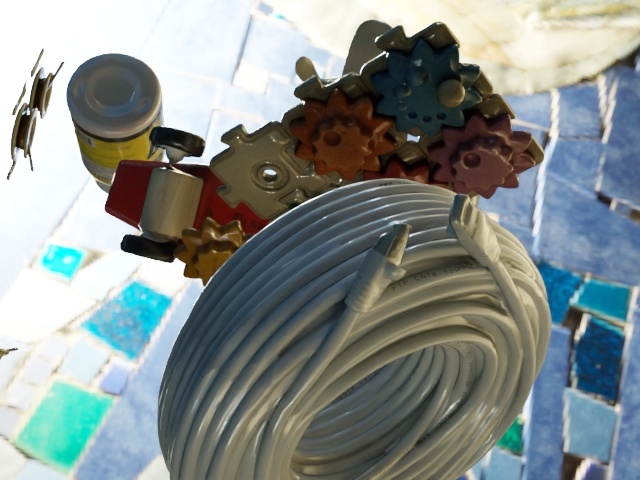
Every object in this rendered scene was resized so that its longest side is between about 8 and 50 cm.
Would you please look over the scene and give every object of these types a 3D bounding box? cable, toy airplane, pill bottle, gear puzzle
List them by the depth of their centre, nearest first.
[{"bbox_3d":[0.021,0.085,0.600,0.257,0.257,0.089,-45,52,7],"label":"cable"},{"bbox_3d":[0.003,-0.039,0.836,0.339,0.175,0.044,-28,34,27],"label":"gear puzzle"},{"bbox_3d":[0.000,0.000,1.110,0.384,0.386,0.272,60,-174,8],"label":"toy airplane"},{"bbox_3d":[-0.264,-0.144,1.316,0.208,0.119,0.119,106,174,-67],"label":"pill bottle"}]

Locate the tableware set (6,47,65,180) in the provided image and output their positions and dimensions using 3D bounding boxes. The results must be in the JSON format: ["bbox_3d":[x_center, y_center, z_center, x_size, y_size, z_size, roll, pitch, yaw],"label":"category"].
[{"bbox_3d":[-0.420,-0.189,1.486,0.194,0.039,0.128,-88,14,-51],"label":"tableware set"}]

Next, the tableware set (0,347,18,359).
[{"bbox_3d":[-0.475,0.145,1.257,0.141,0.169,0.020,-15,70,36],"label":"tableware set"}]
